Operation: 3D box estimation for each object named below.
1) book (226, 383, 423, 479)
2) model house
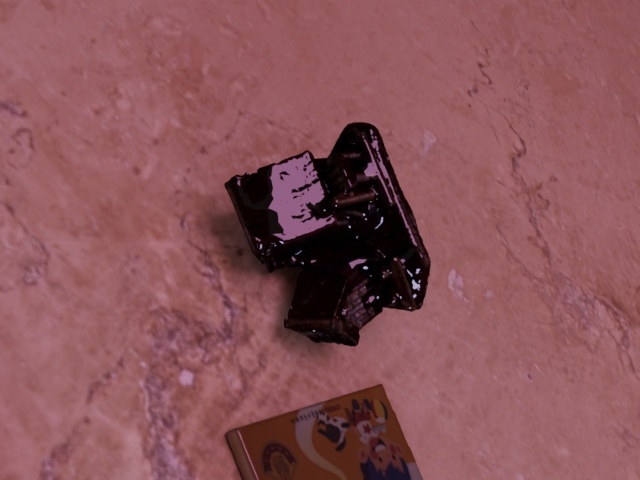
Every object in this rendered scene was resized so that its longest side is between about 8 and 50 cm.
[{"bbox_3d":[0.046,0.286,1.039,0.208,0.020,0.295,-9,70,-48],"label":"book"},{"bbox_3d":[0.010,0.001,1.114,0.164,0.141,0.203,-18,78,-60],"label":"model house"}]
